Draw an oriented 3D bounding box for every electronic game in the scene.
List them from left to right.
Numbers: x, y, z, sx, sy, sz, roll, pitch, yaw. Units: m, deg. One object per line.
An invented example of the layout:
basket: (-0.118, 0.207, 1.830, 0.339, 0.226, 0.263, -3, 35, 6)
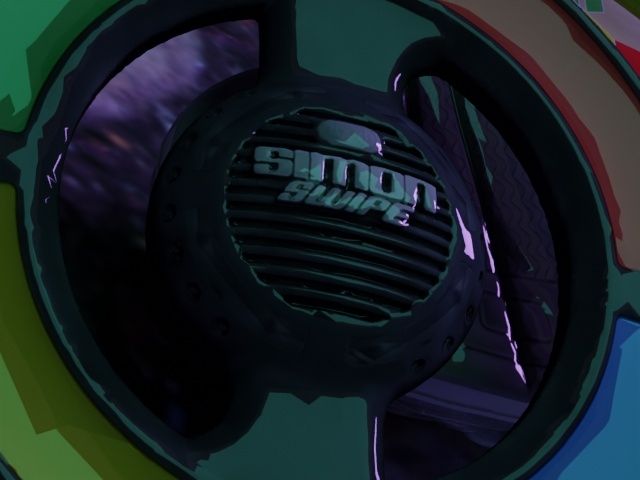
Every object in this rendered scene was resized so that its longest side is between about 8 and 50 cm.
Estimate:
electronic game: (0.000, 0.000, 0.519, 0.229, 0.048, 0.229, 8, 63, -16)

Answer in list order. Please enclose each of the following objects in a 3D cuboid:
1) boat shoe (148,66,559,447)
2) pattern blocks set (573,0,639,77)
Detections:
boat shoe: (0.074, 0.020, 0.655, 0.320, 0.103, 0.118, 6, 60, -38)
pattern blocks set: (0.163, -0.069, 0.986, 0.325, 0.026, 0.285, 37, 25, -7)
